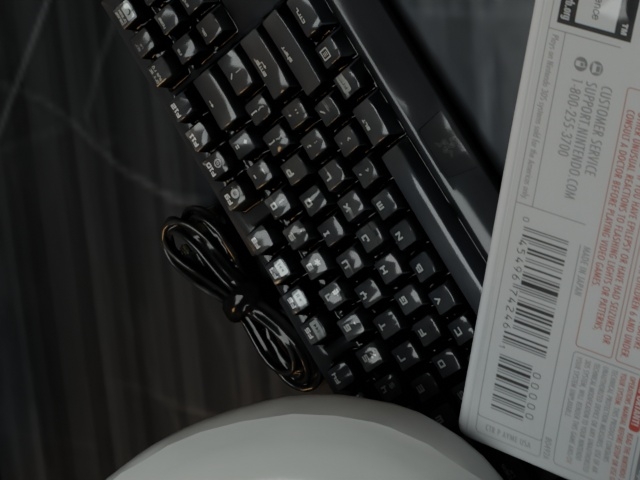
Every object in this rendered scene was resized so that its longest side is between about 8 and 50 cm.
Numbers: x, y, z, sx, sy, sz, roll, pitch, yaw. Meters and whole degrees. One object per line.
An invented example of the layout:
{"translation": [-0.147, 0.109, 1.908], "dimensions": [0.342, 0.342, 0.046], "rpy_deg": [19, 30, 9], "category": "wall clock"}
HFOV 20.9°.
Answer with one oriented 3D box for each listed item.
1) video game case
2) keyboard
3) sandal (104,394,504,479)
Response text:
{"translation": [0.105, -0.005, 0.361], "dimensions": [0.143, 0.019, 0.157], "rpy_deg": [20, 114, 29], "category": "video game case"}
{"translation": [0.000, 0.000, 0.461], "dimensions": [0.108, 0.023, 0.180], "rpy_deg": [-37, 80, 42], "category": "keyboard"}
{"translation": [-0.020, 0.228, 0.497], "dimensions": [0.169, 0.102, 0.416], "rpy_deg": [7, 107, 7], "category": "sandal"}
